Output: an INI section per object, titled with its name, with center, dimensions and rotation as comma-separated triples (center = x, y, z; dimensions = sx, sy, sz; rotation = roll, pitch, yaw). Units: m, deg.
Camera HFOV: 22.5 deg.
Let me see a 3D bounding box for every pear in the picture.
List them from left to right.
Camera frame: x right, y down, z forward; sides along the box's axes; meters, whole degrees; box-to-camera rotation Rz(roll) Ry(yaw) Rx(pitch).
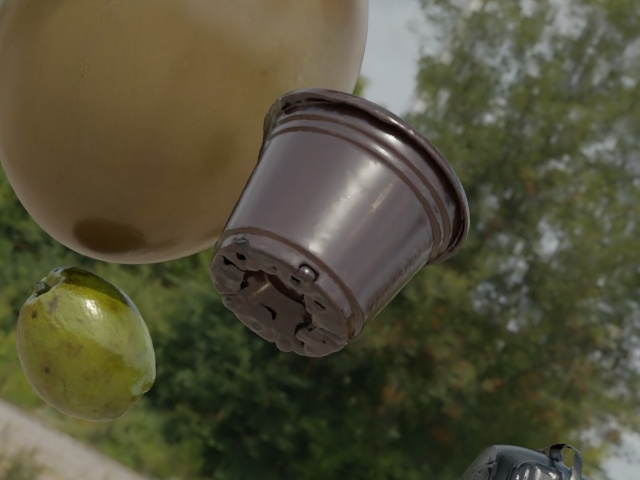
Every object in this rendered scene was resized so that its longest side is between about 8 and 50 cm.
[pear]
center = -0.192, 0.085, 1.306
dimensions = 0.131, 0.107, 0.107
rotation = 51, -13, -12

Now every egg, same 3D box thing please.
[egg]
center = -0.120, -0.160, 1.343
dimensions = 0.301, 0.374, 0.301
rotation = 23, -13, 5

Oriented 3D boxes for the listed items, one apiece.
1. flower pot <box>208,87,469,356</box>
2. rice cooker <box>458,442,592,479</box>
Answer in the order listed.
[flower pot]
center = 0.000, 0.000, 0.733
dimensions = 0.111, 0.089, 0.111
rotation = 24, -34, 18
[rice cooker]
center = 0.137, 0.218, 1.110
dimensions = 0.118, 0.142, 0.203
rotation = 25, -24, -5
